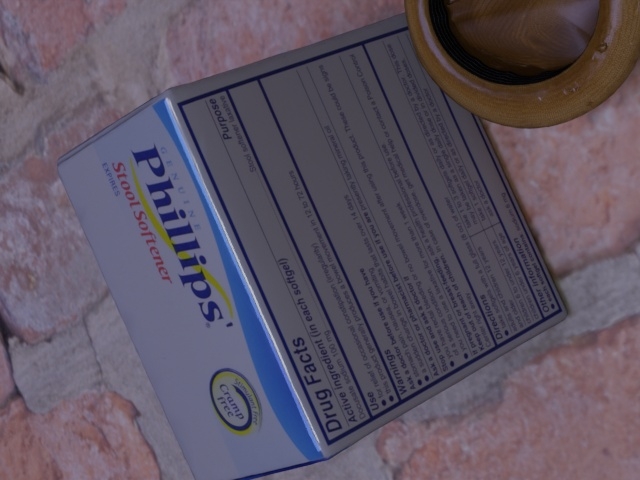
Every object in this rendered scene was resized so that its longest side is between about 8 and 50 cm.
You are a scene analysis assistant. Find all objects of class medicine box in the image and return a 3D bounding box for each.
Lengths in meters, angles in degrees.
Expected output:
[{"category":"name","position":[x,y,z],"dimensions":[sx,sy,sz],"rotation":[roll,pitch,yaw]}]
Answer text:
[{"category":"medicine box","position":[0.000,0.000,1.221],"dimensions":[0.149,0.289,0.263],"rotation":[-24,90,47]}]

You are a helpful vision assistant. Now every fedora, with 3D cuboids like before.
[{"category":"fedora","position":[0.150,-0.171,1.152],"dimensions":[0.194,0.079,0.194],"rotation":[15,115,34]}]
